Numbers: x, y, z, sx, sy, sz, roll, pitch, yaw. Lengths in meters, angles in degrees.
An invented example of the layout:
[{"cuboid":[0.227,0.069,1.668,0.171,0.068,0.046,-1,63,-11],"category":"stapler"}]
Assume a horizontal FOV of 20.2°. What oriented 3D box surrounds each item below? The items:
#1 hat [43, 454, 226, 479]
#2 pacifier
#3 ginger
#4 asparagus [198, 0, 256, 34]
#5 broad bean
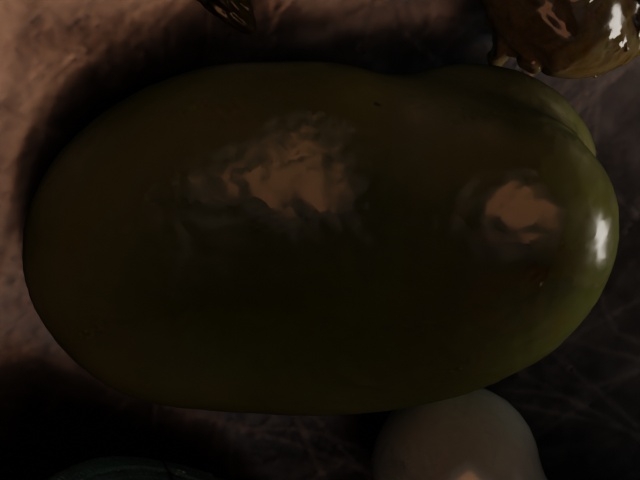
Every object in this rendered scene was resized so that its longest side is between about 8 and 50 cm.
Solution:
[{"cuboid":[-0.104,0.156,0.861,0.191,0.078,0.138,27,111,-40],"category":"hat"},{"cuboid":[0.120,0.159,0.877,0.226,0.238,0.287,49,122,6],"category":"pacifier"},{"cuboid":[0.172,-0.127,0.819,0.204,0.080,0.104,-6,108,-10],"category":"ginger"},{"cuboid":[-0.098,-0.180,0.756,0.027,0.034,0.236,-41,116,-6],"category":"asparagus"},{"cuboid":[0.000,0.000,0.811,0.263,0.121,0.189,-3,126,6],"category":"broad bean"}]
